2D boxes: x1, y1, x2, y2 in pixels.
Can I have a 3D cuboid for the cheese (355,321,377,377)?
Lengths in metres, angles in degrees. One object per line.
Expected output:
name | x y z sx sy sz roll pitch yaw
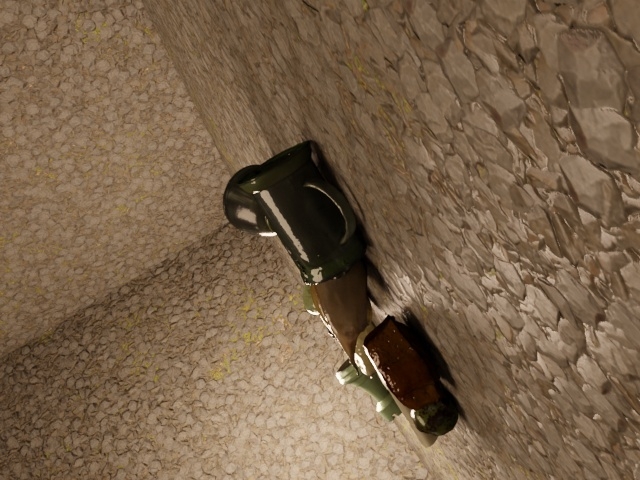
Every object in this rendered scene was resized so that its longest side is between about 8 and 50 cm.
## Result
cheese | 0.154 0.377 2.292 0.326 0.115 0.318 60 172 -28

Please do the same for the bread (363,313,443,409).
bread | 0.220 0.315 1.578 0.246 0.135 0.232 56 -175 2

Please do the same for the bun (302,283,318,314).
bun | 0.012 0.186 2.307 0.195 0.118 0.195 -169 90 -67

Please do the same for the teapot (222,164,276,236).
teapot | -0.161 -0.083 2.057 0.239 0.240 0.321 29 147 47

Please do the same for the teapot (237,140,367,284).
teapot | -0.015 -0.056 1.475 0.271 0.200 0.336 -10 116 53

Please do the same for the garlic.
garlic | 0.072 0.163 1.626 0.338 0.151 0.196 -103 -4 -46

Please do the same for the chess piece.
chess piece | 0.227 0.616 2.573 0.299 0.195 0.194 49 172 1

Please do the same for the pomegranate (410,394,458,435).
pomegranate | 0.298 0.456 1.666 0.163 0.126 0.138 56 -177 19

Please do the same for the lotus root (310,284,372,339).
lotus root | 0.047 0.161 1.930 0.309 0.183 0.183 60 172 6

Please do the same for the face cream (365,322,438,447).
face cream | 0.253 0.414 1.779 0.348 0.081 0.173 59 -149 -12
